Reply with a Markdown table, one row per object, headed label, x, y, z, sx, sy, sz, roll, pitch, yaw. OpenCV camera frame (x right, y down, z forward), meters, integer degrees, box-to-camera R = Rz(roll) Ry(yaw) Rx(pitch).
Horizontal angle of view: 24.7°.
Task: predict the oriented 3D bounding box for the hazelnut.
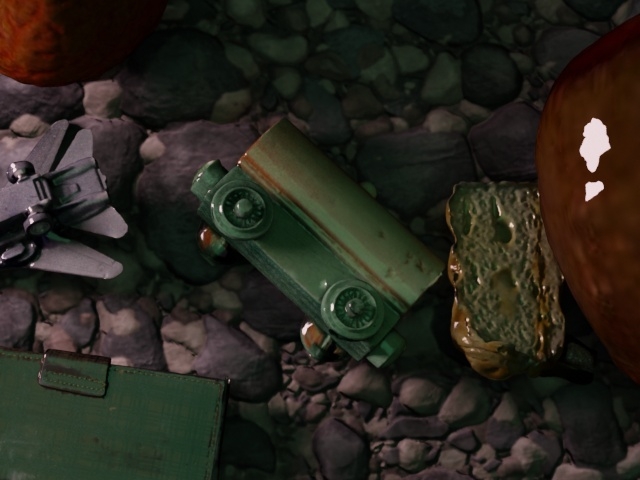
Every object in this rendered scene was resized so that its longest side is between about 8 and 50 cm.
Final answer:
| label | x | y | z | sx | sy | sz | roll | pitch | yaw |
| --- | --- | --- | --- | --- | --- | --- | --- | --- | --- |
| hazelnut | 0.418 | -0.046 | 1.467 | 0.421 | 0.353 | 0.421 | 9 | 55 | -14 |

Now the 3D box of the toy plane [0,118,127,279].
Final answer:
| label | x | y | z | sx | sy | sz | roll | pitch | yaw |
| --- | --- | --- | --- | --- | --- | --- | --- | --- | --- |
| toy plane | -0.342 | -0.012 | 1.509 | 0.267 | 0.088 | 0.212 | -21 | 60 | -6 |

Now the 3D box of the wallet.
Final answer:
| label | x | y | z | sx | sy | sz | roll | pitch | yaw |
| --- | --- | --- | --- | --- | --- | --- | --- | --- | --- |
| wallet | -0.258 | 0.199 | 1.503 | 0.317 | 0.044 | 0.169 | 8 | 83 | -3 |

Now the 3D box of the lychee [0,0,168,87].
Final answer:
| label | x | y | z | sx | sy | sz | roll | pitch | yaw |
| --- | --- | --- | --- | --- | --- | --- | --- | --- | --- |
| lychee | -0.287 | -0.282 | 1.485 | 0.300 | 0.255 | 0.255 | -31 | 83 | -42 |

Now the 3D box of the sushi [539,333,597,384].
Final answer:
| label | x | y | z | sx | sy | sz | roll | pitch | yaw |
| --- | --- | --- | --- | --- | --- | --- | --- | --- | --- |
| sushi | 0.258 | 0.123 | 1.575 | 0.083 | 0.044 | 0.046 | 22 | 57 | -3 |

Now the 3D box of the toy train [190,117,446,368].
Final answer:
| label | x | y | z | sx | sy | sz | roll | pitch | yaw |
| --- | --- | --- | --- | --- | --- | --- | --- | --- | --- |
| toy train | 0.000 | 0.000 | 1.538 | 0.285 | 0.116 | 0.177 | 42 | 66 | 4 |

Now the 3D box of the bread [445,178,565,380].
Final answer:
| label | x | y | z | sx | sy | sz | roll | pitch | yaw |
| --- | --- | --- | --- | --- | --- | --- | --- | --- | --- |
| bread | 0.191 | 0.039 | 1.545 | 0.128 | 0.088 | 0.232 | 7 | 63 | -16 |
